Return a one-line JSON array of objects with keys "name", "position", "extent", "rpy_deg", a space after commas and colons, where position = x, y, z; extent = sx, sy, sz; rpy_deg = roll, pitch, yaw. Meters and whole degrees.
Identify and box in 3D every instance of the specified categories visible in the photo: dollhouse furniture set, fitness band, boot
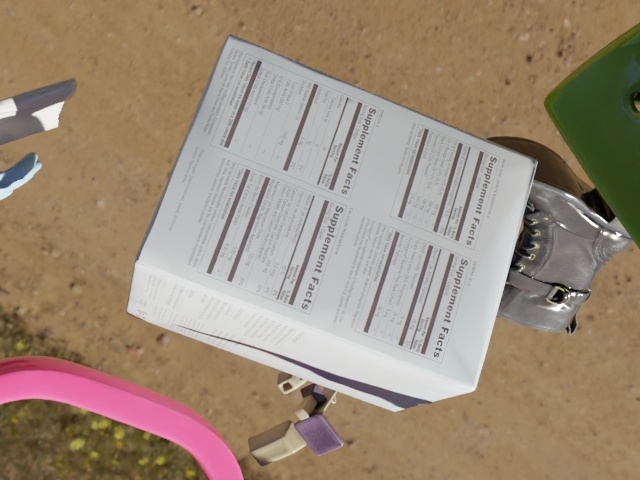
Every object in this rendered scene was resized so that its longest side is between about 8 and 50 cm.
[{"name": "dollhouse furniture set", "position": [-0.030, 0.169, 0.974], "extent": [0.114, 0.081, 0.091], "rpy_deg": [-31, 101, 33]}, {"name": "fitness band", "position": [-0.201, 0.214, 0.792], "extent": [0.291, 0.209, 0.054], "rpy_deg": [26, 177, -24]}, {"name": "boot", "position": [0.257, 0.010, 1.177], "extent": [0.263, 0.091, 0.229], "rpy_deg": [24, 126, -13]}]

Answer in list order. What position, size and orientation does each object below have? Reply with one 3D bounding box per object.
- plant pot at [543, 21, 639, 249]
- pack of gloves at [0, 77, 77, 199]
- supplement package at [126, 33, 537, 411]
[{"name": "plant pot", "position": [0.319, -0.073, 0.581], "extent": [0.207, 0.228, 0.227], "rpy_deg": [-48, 65, 40]}, {"name": "pack of gloves", "position": [-0.343, -0.051, 0.897], "extent": [0.046, 0.232, 0.195], "rpy_deg": [54, 141, 10]}, {"name": "supplement package", "position": [0.000, 0.000, 0.792], "extent": [0.263, 0.198, 0.199], "rpy_deg": [21, 162, -7]}]
